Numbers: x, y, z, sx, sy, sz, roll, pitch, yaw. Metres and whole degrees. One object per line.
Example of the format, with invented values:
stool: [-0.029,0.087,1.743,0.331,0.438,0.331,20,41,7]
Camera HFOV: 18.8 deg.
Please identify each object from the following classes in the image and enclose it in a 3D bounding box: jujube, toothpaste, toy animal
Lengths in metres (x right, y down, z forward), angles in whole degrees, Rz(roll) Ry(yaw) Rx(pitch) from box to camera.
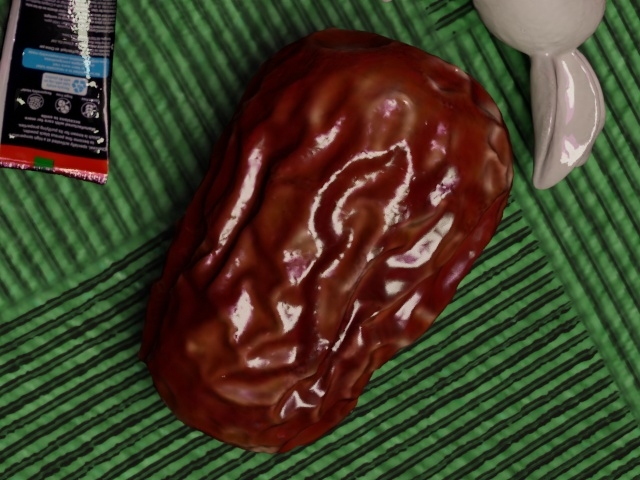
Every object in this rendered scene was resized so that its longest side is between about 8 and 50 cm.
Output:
jujube: [0.000,0.000,1.016,0.155,0.155,0.230,28,97,-14]
toothpaste: [-0.138,-0.129,1.027,0.071,0.045,0.193,7,100,-5]
toy animal: [0.112,-0.134,1.070,0.182,0.131,0.127,40,118,-6]
